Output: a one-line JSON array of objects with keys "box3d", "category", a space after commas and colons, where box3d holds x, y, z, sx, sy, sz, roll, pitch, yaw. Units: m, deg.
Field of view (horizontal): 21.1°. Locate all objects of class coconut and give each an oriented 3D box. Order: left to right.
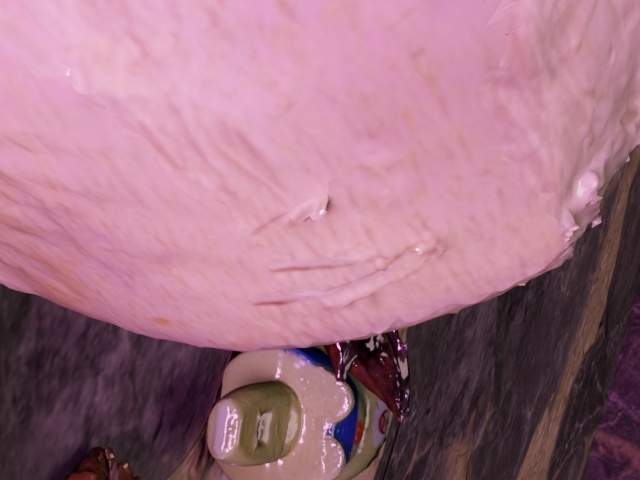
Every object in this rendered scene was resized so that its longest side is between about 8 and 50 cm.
[{"box3d": [-0.037, -0.135, 0.406, 0.297, 0.297, 0.254, -64, 151, -26], "category": "coconut"}]

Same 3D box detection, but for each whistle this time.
[{"box3d": [-0.014, 0.104, 1.020, 0.227, 0.085, 0.105, 10, 88, -72], "category": "whistle"}]

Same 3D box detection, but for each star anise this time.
[{"box3d": [-0.004, 0.001, 0.944, 0.157, 0.054, 0.212, 4, 74, -67], "category": "star anise"}]

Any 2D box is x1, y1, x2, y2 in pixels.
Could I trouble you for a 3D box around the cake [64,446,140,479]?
[{"box3d": [-0.135, 0.249, 0.828, 0.116, 0.113, 0.295, 66, 31, -67], "category": "cake"}]
